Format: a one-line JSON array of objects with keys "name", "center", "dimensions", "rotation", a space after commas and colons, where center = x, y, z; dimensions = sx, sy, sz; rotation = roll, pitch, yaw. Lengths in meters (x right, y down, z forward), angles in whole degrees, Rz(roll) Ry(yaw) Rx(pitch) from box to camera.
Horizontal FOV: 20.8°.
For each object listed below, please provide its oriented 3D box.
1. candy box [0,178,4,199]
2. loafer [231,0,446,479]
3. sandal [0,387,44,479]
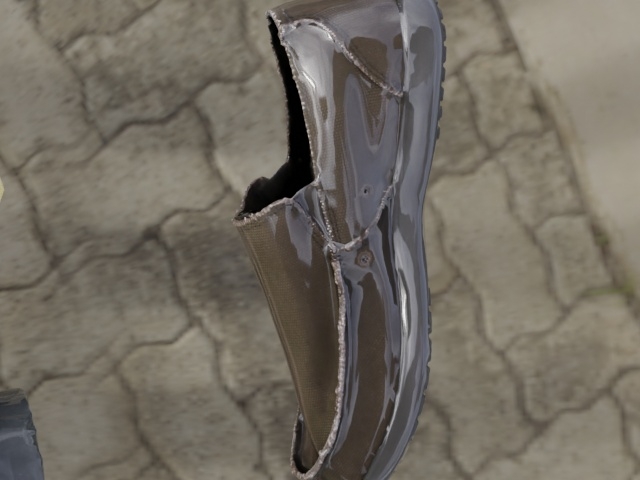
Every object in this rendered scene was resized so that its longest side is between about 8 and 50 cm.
[{"name": "candy box", "center": [-0.254, 0.013, 0.978], "dimensions": [0.187, 0.109, 0.053], "rotation": [-84, 162, -51]}, {"name": "loafer", "center": [0.000, 0.000, 0.714], "dimensions": [0.078, 0.080, 0.220], "rotation": [1, 96, -15]}, {"name": "sandal", "center": [-0.116, 0.270, 0.906], "dimensions": [0.107, 0.167, 0.446], "rotation": [-4, 56, -19]}]
